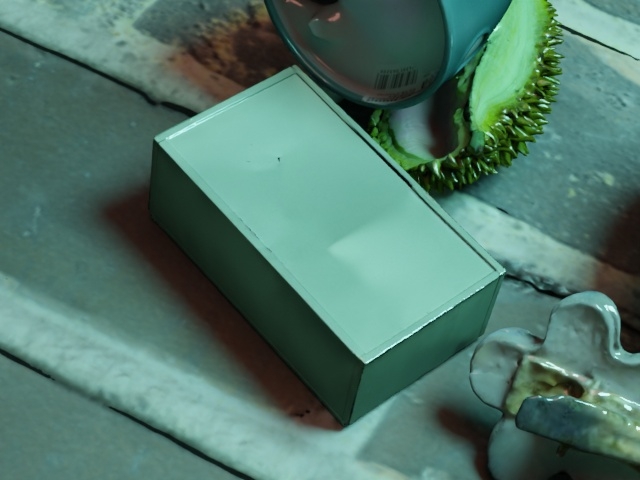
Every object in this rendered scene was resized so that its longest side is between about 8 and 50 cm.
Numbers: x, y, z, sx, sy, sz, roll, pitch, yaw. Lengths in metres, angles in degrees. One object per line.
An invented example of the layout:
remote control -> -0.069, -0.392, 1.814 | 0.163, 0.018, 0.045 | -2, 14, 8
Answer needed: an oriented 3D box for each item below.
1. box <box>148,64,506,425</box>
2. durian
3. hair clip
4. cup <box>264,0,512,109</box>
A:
box -> 0.000, 0.000, 1.123 | 0.129, 0.086, 0.225 | -30, 63, -28
durian -> 0.114, -0.095, 1.209 | 0.095, 0.137, 0.221 | 50, 42, -19
hair clip -> 0.214, 0.128, 1.031 | 0.257, 0.146, 0.075 | 22, 11, 4
cup -> 0.069, -0.204, 1.157 | 0.167, 0.300, 0.173 | 43, 51, 7
